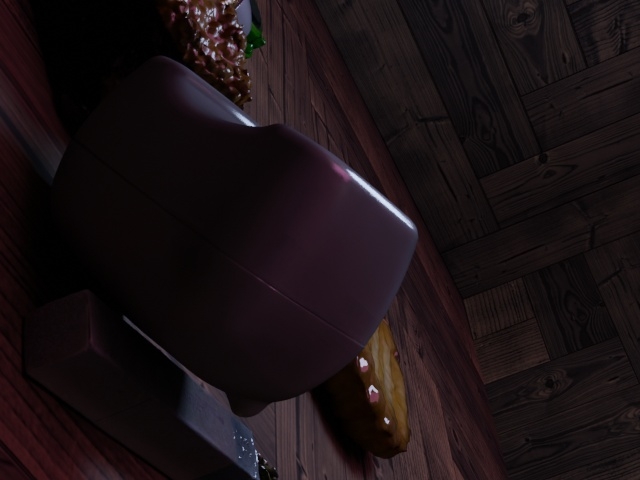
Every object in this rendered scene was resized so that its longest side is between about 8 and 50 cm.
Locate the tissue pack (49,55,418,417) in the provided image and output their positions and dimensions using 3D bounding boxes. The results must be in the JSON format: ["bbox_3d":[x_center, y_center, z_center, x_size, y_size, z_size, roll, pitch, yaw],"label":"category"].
[{"bbox_3d":[-0.099,-0.003,0.988,0.333,0.236,0.229,33,-3,43],"label":"tissue pack"}]

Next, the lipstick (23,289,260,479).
[{"bbox_3d":[-0.155,0.155,0.994,0.317,0.068,0.066,54,19,-50],"label":"lipstick"}]

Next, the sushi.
[{"bbox_3d":[-0.199,-0.255,1.244,0.234,0.207,0.349,18,47,-66],"label":"sushi"}]

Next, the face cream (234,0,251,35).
[{"bbox_3d":[-0.175,-0.391,1.805,0.117,0.117,0.104,-100,171,-45],"label":"face cream"}]

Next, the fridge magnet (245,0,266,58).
[{"bbox_3d":[-0.171,-0.434,1.967,0.208,0.088,0.208,-22,90,-78],"label":"fridge magnet"}]

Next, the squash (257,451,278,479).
[{"bbox_3d":[-0.026,0.384,1.151,0.071,0.080,0.318,117,-35,-52],"label":"squash"}]

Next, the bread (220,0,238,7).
[{"bbox_3d":[-0.200,-0.391,1.493,0.240,0.139,0.240,1,88,-54],"label":"bread"}]

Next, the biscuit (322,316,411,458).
[{"bbox_3d":[0.065,0.206,1.784,0.326,0.107,0.326,-17,90,-75],"label":"biscuit"}]
